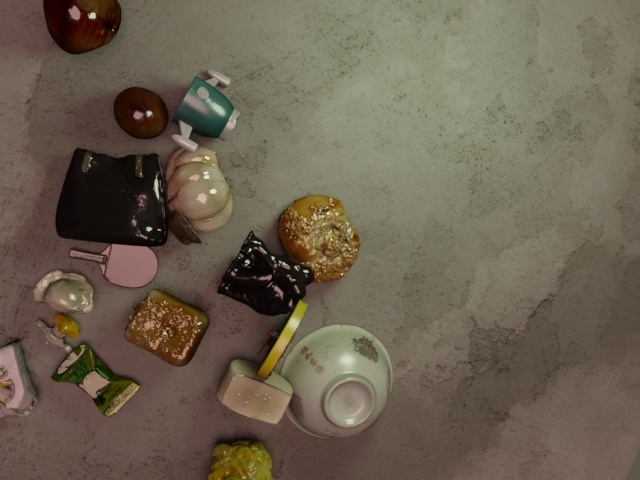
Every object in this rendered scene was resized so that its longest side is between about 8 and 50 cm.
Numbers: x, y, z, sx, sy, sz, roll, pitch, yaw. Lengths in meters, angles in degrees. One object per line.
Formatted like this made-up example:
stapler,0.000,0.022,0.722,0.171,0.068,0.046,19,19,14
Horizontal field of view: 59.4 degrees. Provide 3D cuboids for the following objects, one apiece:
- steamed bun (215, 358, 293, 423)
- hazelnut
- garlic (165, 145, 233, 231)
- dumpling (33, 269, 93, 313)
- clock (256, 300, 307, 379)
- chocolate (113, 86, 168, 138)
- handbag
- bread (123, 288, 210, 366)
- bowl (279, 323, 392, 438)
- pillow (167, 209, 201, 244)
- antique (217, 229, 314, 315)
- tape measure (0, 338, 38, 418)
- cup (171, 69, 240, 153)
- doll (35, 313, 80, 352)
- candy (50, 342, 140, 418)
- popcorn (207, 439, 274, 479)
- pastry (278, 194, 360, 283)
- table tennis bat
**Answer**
steamed bun,-0.223,0.503,1.897,0.242,0.164,0.146,25,94,-16
hazelnut,-0.692,-0.640,1.608,0.230,0.229,0.229,-2,98,-12
garlic,-0.390,-0.158,1.753,0.203,0.185,0.281,-20,101,-6
dumpling,-0.794,0.163,1.758,0.188,0.108,0.127,18,68,-1
clock,-0.135,0.315,1.837,0.071,0.293,0.277,30,85,-2
chocolate,-0.543,-0.387,1.700,0.177,0.177,0.176,-2,98,-12
handbag,-0.632,-0.135,1.725,0.343,0.152,0.287,5,92,-3
bread,-0.493,0.273,1.802,0.246,0.176,0.195,29,80,0
bowl,0.079,0.526,1.952,0.435,0.196,0.434,-2,98,-12
pillow,-0.433,-0.035,1.750,0.033,0.217,0.130,-42,104,-23
antique,-0.171,0.125,1.797,0.255,0.322,0.185,32,58,-1
tape measure,-1.001,0.450,1.738,0.197,0.120,0.236,-17,96,-16
cup,-0.347,-0.396,1.741,0.173,0.167,0.299,29,64,-17
doll,-0.828,0.300,1.788,0.113,0.071,0.135,-17,106,-2
candy,-0.731,0.459,1.828,0.246,0.069,0.149,43,82,-10
popcorn,-0.265,0.814,1.906,0.242,0.235,0.250,3,85,5
pastry,0.000,0.000,1.877,0.255,0.162,0.310,-31,102,-4
table tennis bat,-0.665,0.068,1.810,0.274,0.021,0.154,13,95,-16
